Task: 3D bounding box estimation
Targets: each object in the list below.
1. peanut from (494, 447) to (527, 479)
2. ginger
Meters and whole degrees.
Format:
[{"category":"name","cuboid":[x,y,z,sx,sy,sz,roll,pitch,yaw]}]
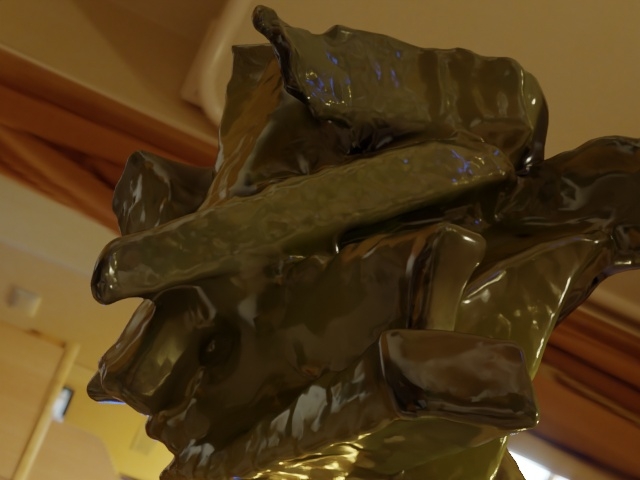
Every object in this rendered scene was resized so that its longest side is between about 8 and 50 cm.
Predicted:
[{"category":"peanut","cuboid":[0.081,0.146,0.792,0.125,0.111,0.274,-41,-154,21]},{"category":"ginger","cuboid":[0.000,0.000,0.604,0.358,0.211,0.413,-47,-127,3]}]
